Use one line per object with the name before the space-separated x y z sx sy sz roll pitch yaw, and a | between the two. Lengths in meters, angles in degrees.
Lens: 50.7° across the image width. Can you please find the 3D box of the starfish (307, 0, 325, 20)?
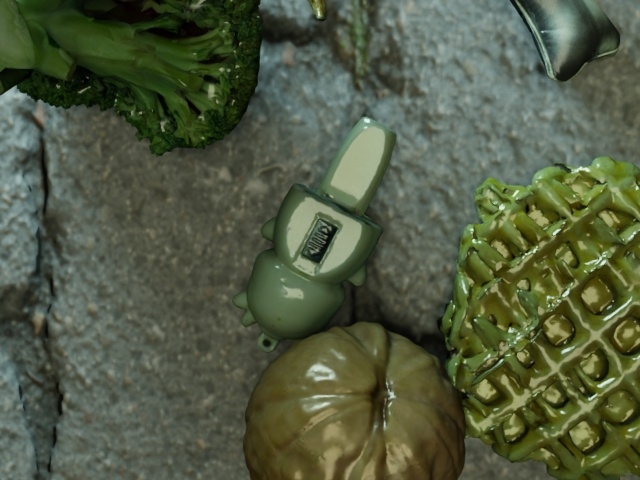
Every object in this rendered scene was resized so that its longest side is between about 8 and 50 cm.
starfish | -0.035 -0.319 0.645 0.217 0.050 0.223 -30 87 14

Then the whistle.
whistle | 0.000 0.000 0.639 0.110 0.092 0.244 27 97 3

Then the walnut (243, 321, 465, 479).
walnut | 0.028 0.175 0.598 0.214 0.213 0.213 0 95 4

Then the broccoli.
broccoli | -0.181 -0.206 0.555 0.308 0.275 0.307 8 128 10

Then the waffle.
waffle | 0.262 0.079 0.634 0.298 0.073 0.316 7 95 4

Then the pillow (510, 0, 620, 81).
pillow | 0.217 -0.217 0.623 0.091 0.055 0.135 -29 93 4
